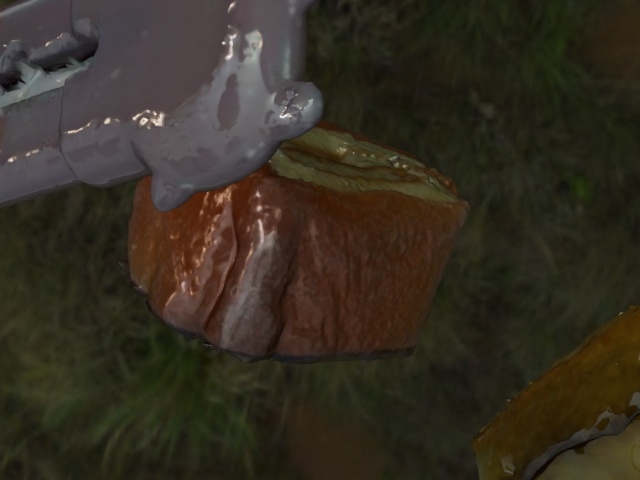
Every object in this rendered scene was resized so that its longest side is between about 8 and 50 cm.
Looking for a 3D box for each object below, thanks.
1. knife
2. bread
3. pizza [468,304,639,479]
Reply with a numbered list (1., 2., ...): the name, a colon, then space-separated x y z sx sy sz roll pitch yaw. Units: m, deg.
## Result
1. knife: -0.165 -0.031 0.514 0.398 0.132 0.038 -13 157 32
2. bread: -0.007 -0.005 0.983 0.244 0.190 0.123 5 112 -46
3. pizza: 0.323 0.105 0.627 0.440 0.130 0.406 -17 132 25
